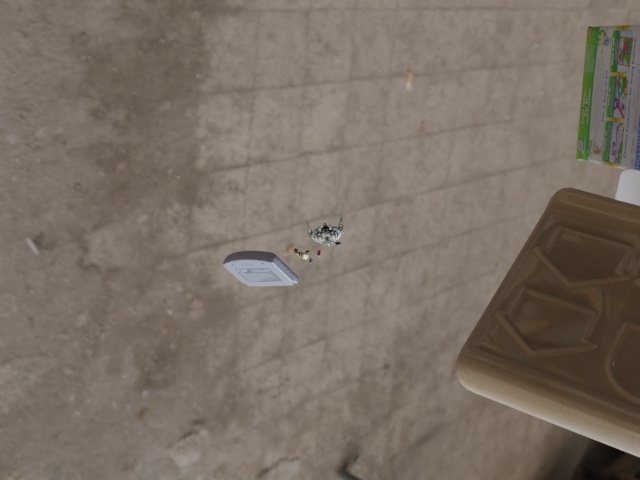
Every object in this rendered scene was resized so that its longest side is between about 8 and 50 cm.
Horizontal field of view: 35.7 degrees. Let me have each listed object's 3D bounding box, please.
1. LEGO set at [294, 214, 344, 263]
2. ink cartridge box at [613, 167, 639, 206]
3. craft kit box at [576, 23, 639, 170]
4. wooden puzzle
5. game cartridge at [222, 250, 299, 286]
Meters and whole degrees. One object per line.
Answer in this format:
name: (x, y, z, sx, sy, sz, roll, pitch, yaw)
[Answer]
LEGO set: (0.001, 0.002, 1.285, 0.023, 0.054, 0.083, -92, -157, -55)
ink cartridge box: (0.619, 0.015, 1.533, 0.354, 0.119, 0.207, 8, 101, -18)
craft kit box: (0.533, -0.251, 1.746, 0.061, 0.246, 0.249, 0, 101, -14)
wooden puzzle: (0.396, 0.111, 1.331, 0.348, 0.322, 0.080, -56, 148, -26)
game cartridge: (-0.071, 0.032, 1.145, 0.056, 0.083, 0.017, 42, 57, -39)
